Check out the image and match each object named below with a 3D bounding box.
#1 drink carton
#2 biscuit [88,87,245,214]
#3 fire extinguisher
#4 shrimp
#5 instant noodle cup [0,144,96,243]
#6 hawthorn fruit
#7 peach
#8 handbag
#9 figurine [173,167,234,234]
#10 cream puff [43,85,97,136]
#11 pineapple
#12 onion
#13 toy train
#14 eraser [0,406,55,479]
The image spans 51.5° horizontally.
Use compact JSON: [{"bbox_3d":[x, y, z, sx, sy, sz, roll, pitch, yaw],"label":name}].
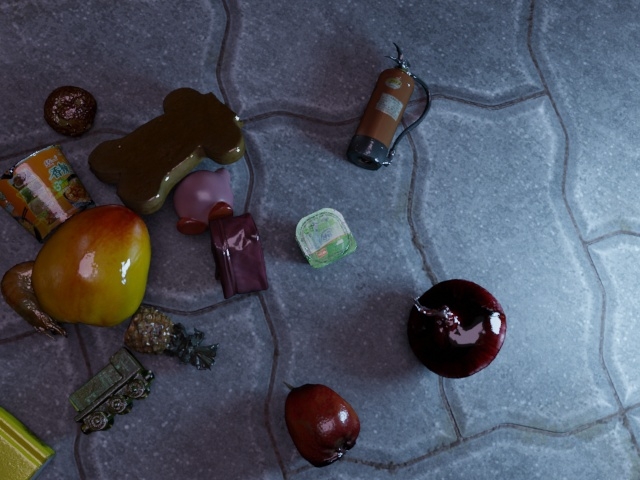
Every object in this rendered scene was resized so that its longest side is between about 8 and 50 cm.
[{"bbox_3d":[0.000,0.000,1.849,0.146,0.142,0.144,-26,86,-11],"label":"drink carton"},{"bbox_3d":[-0.401,-0.242,1.805,0.394,0.076,0.368,-41,53,-15],"label":"biscuit"},{"bbox_3d":[0.213,-0.383,1.988,0.200,0.113,0.376,34,73,-44],"label":"fire extinguisher"},{"bbox_3d":[-0.742,0.158,1.760,0.150,0.068,0.249,-34,80,-18],"label":"shrimp"},{"bbox_3d":[-0.721,-0.112,1.745,0.230,0.230,0.182,-39,96,-13],"label":"instant noodle cup"},{"bbox_3d":[-0.010,0.464,1.750,0.189,0.189,0.251,-33,66,-12],"label":"hawthorn fruit"},{"bbox_3d":[-0.572,0.058,1.685,0.289,0.289,0.308,4,94,-7],"label":"peach"},{"bbox_3d":[-0.224,0.042,1.774,0.135,0.225,0.146,-13,39,-10],"label":"handbag"},{"bbox_3d":[-0.319,-0.113,1.818,0.173,0.173,0.173,1,79,-7],"label":"figurine"},{"bbox_3d":[-0.701,-0.366,1.857,0.149,0.084,0.149,1,80,-6],"label":"cream puff"},{"bbox_3d":[-0.390,0.265,1.761,0.248,0.128,0.128,22,77,-8],"label":"pineapple"},{"bbox_3d":[0.357,0.229,1.789,0.273,0.285,0.273,-11,63,24],"label":"onion"},{"bbox_3d":[-0.547,0.395,1.728,0.225,0.090,0.137,-40,79,-13],"label":"toy train"},{"bbox_3d":[-0.804,0.534,1.672,0.226,0.069,0.158,41,75,1],"label":"eraser"}]
